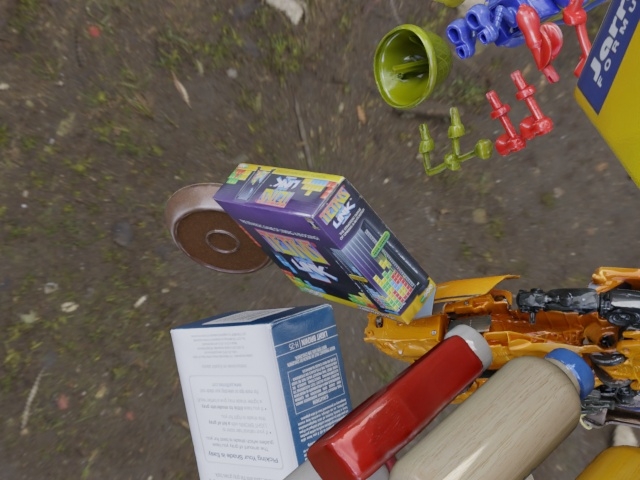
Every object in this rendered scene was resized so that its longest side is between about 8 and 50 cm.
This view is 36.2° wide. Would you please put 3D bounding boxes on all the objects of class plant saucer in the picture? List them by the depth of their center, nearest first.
[{"bbox_3d":[-0.123,-0.007,1.261,0.168,0.168,0.029,15,52,0],"label":"plant saucer"}]

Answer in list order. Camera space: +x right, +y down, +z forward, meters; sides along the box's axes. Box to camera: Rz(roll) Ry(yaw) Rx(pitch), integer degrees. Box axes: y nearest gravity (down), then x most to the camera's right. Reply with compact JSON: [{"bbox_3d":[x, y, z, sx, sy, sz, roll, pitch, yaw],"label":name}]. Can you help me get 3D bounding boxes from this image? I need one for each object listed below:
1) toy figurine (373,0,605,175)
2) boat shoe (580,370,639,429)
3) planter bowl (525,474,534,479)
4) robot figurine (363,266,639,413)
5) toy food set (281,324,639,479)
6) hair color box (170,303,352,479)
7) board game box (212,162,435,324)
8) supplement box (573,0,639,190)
[{"bbox_3d":[0.232,-0.220,1.034,0.217,0.362,0.191,-31,92,-23],"label":"toy figurine"},{"bbox_3d":[0.445,0.242,1.525,0.324,0.116,0.097,4,51,10],"label":"boat shoe"},{"bbox_3d":[0.247,0.394,1.343,0.109,0.162,0.162,-14,90,2],"label":"planter bowl"},{"bbox_3d":[0.201,0.092,0.918,0.291,0.211,0.085,-7,54,24],"label":"robot figurine"},{"bbox_3d":[0.064,0.110,0.453,0.104,0.232,0.111,-35,83,-27],"label":"toy food set"},{"bbox_3d":[-0.047,0.253,1.103,0.174,0.105,0.347,-7,94,44],"label":"hair color box"},{"bbox_3d":[0.000,0.000,0.860,0.141,0.170,0.048,46,72,-29],"label":"board game box"},{"bbox_3d":[0.255,-0.051,0.349,0.194,0.356,0.195,13,118,-9],"label":"supplement box"}]
